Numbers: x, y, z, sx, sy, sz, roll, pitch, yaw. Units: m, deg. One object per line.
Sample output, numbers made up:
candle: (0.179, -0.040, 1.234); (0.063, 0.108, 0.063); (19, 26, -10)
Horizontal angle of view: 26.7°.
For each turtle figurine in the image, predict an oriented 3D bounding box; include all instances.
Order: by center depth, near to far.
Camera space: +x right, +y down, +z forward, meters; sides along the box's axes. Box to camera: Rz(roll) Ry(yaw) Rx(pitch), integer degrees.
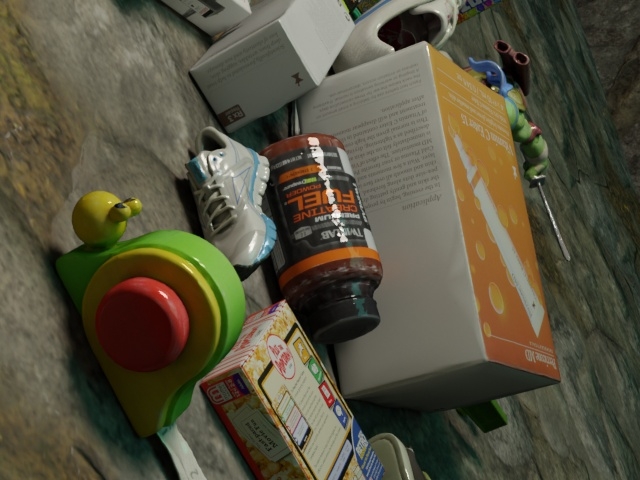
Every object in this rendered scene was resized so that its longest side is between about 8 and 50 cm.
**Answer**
turtle figurine: (0.184, -0.126, 1.719); (0.266, 0.198, 0.274); (-93, 170, -67)

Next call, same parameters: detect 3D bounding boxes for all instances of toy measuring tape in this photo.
toy measuring tape: (-0.086, 0.106, 1.008); (0.330, 0.121, 0.121); (63, 21, -5)

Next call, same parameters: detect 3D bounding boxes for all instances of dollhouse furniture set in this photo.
dollhouse furniture set: (0.193, 0.161, 1.654); (0.058, 0.076, 0.151); (52, 25, -32)

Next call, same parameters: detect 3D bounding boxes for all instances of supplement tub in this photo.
supplement tub: (0.000, 0.000, 1.338); (0.106, 0.106, 0.198); (23, 45, -60)

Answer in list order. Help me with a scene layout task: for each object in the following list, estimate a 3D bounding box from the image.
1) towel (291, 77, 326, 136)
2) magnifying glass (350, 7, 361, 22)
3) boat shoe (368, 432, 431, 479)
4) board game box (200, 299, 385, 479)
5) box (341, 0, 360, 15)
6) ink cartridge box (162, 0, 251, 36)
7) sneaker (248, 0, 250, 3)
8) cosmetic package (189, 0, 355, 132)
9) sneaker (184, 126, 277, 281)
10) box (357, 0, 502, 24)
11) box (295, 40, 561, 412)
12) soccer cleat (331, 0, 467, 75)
towel: (0.048, -0.069, 1.627); (0.285, 0.034, 0.209); (48, 27, -37)
magnifying glass: (0.017, -0.339, 1.867); (0.231, 0.026, 0.092); (54, 24, -24)
boat shoe: (0.079, 0.281, 1.244); (0.068, 0.081, 0.227); (45, 26, -33)
board game box: (-0.019, 0.167, 1.191); (0.193, 0.045, 0.147); (61, 22, -10)
box: (-0.020, -0.359, 1.697); (0.190, 0.045, 0.184); (54, 42, -26)
ink cartridge box: (-0.138, -0.287, 1.399); (0.135, 0.056, 0.099); (28, 41, -57)
sneaker: (-0.089, -0.304, 1.515); (0.098, 0.069, 0.038); (35, 36, -52)
cosmetic package: (-0.046, -0.208, 1.447); (0.085, 0.117, 0.231); (59, 21, -14)
sneaker: (-0.092, -0.035, 1.230); (0.083, 0.071, 0.190); (42, 21, -32)
box: (0.158, -0.474, 1.979); (0.279, 0.290, 0.177); (44, 29, -41)
box: (0.116, -0.004, 1.459); (0.215, 0.168, 0.345); (20, 57, -58)
soccer cleat: (0.147, -0.310, 1.790); (0.331, 0.143, 0.116); (-51, 119, -27)
